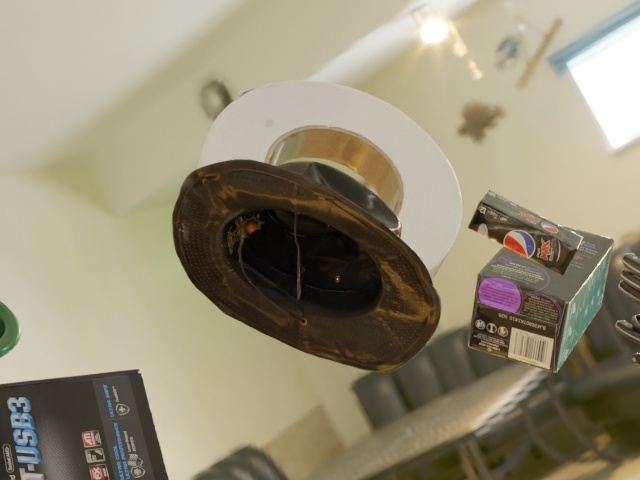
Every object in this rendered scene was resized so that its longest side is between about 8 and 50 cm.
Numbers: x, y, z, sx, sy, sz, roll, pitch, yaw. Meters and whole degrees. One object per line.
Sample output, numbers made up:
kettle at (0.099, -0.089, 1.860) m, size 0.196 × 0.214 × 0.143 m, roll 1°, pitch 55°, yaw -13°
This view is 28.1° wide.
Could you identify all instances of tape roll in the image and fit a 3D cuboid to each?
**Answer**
tape roll at (0.011, -0.070, 1.837) m, size 0.392 × 0.392 × 0.072 m, roll -27°, pitch -25°, yaw -34°

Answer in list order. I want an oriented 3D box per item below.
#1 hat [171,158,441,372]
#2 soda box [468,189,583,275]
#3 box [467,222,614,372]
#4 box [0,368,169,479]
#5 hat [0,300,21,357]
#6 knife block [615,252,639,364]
hat at (0.000, 0.000, 1.459) m, size 0.331 × 0.331 × 0.134 m, roll -32°, pitch 19°, yaw 48°
soda box at (0.321, -0.012, 2.001) m, size 0.060 × 0.169 × 0.053 m, roll -44°, pitch -22°, yaw -60°
box at (0.381, 0.088, 2.197) m, size 0.165 × 0.143 × 0.270 m, roll 17°, pitch 30°, yaw 23°
box at (-0.344, 0.312, 1.618) m, size 0.293 × 0.295 × 0.073 m, roll -3°, pitch -40°, yaw -21°
hat at (-0.483, 0.167, 1.552) m, size 0.173 × 0.209 × 0.183 m, roll -80°, pitch 7°, yaw -63°
knife block at (0.443, 0.084, 1.408) m, size 0.088 × 0.242 × 0.275 m, roll -9°, pitch -22°, yaw -25°
